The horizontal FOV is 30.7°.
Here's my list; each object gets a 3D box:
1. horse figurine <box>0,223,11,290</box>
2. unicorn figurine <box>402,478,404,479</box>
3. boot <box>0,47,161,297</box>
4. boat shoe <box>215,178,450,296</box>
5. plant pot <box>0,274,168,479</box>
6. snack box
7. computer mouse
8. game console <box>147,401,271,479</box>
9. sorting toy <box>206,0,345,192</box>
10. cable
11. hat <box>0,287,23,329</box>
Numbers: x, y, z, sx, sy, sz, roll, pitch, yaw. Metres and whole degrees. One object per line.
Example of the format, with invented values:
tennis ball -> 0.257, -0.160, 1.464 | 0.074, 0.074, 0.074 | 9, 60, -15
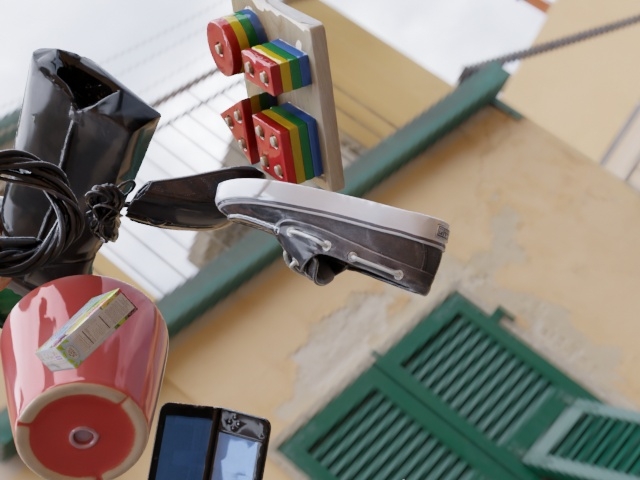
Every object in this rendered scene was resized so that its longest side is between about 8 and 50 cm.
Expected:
horse figurine -> -0.517, 0.027, 1.724 | 0.066, 0.175, 0.263 | -19, 2, 12
unicorn figurine -> 0.120, 0.433, 1.691 | 0.111, 0.060, 0.162 | 147, 129, -61
boot -> -0.482, -0.119, 1.857 | 0.146, 0.367, 0.445 | -68, 5, -45
boat shoe -> 0.000, 0.000, 1.343 | 0.108, 0.301, 0.102 | 29, -105, -64
plant pot -> -0.366, 0.229, 1.803 | 0.274, 0.243, 0.275 | -5, -60, -8
snack box -> -0.277, 0.107, 1.368 | 0.100, 0.037, 0.141 | -44, 10, -22
computer mouse -> -0.205, -0.044, 1.715 | 0.272, 0.072, 0.188 | -11, -15, -14
game console -> -0.143, 0.287, 1.488 | 0.085, 0.124, 0.144 | 10, -91, -61
sorting toy -> -0.078, -0.217, 1.719 | 0.089, 0.255, 0.257 | -22, -57, -22
cable -> -0.336, -0.031, 1.213 | 0.047, 0.184, 0.151 | -51, 29, 45
hat -> -0.561, 0.097, 2.352 | 0.208, 0.183, 0.173 | -23, -73, -61
